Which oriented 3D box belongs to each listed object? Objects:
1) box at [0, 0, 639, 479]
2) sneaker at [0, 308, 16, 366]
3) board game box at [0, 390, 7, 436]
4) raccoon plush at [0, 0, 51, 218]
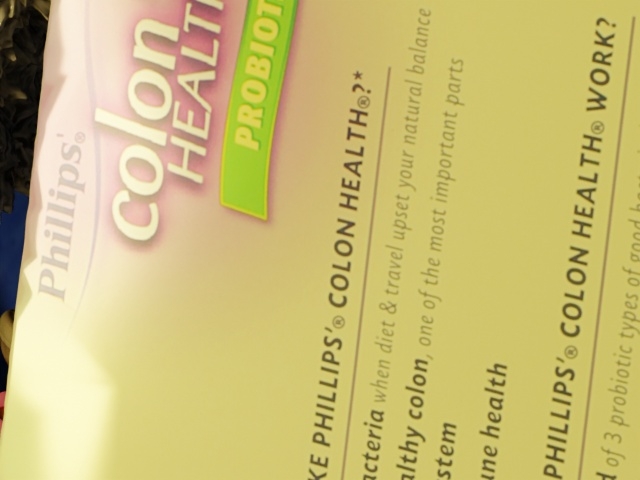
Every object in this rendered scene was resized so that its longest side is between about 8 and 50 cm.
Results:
[{"bbox_3d":[0.051,0.037,0.449,0.243,0.117,0.213,6,91,13],"label":"box"},{"bbox_3d":[-0.094,0.087,0.755,0.188,0.066,0.071,29,109,49],"label":"sneaker"},{"bbox_3d":[-0.351,0.023,0.748,0.390,0.390,0.050,60,139,14],"label":"board game box"},{"bbox_3d":[-0.211,-0.200,0.701,0.299,0.446,0.216,-57,13,28],"label":"raccoon plush"}]
